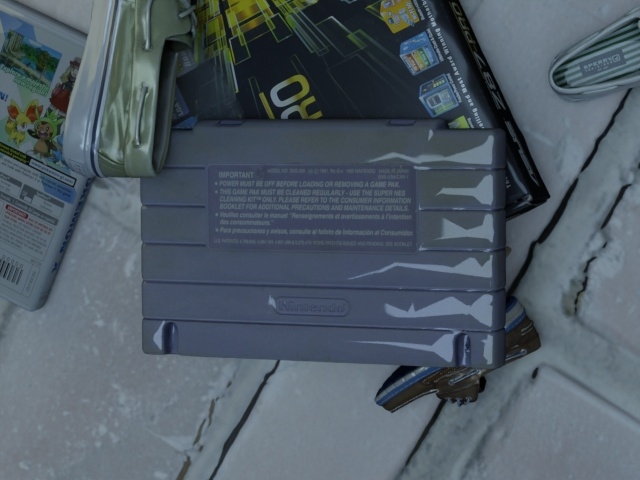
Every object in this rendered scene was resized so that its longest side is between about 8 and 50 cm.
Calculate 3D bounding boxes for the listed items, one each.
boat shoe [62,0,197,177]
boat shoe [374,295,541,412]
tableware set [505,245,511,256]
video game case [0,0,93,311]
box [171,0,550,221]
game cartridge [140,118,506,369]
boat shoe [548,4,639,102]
[{"bbox_3d":[-0.164,-0.201,1.606,0.094,0.109,0.302,11,86,10],"label":"boat shoe"},{"bbox_3d":[0.138,0.131,1.701,0.183,0.066,0.066,-34,98,22],"label":"boat shoe"},{"bbox_3d":[0.100,0.032,1.694,0.169,0.020,0.141,35,95,28],"label":"tableware set"},{"bbox_3d":[-0.393,-0.126,1.826,0.329,0.036,0.300,26,105,11],"label":"video game case"},{"bbox_3d":[-0.001,-0.150,1.666,0.318,0.097,0.395,-25,85,20],"label":"box"},{"bbox_3d":[0.000,0.000,1.597,0.355,0.068,0.230,2,91,19],"label":"game cartridge"},{"bbox_3d":[0.321,-0.185,1.595,0.226,0.076,0.083,-28,90,18],"label":"boat shoe"}]
